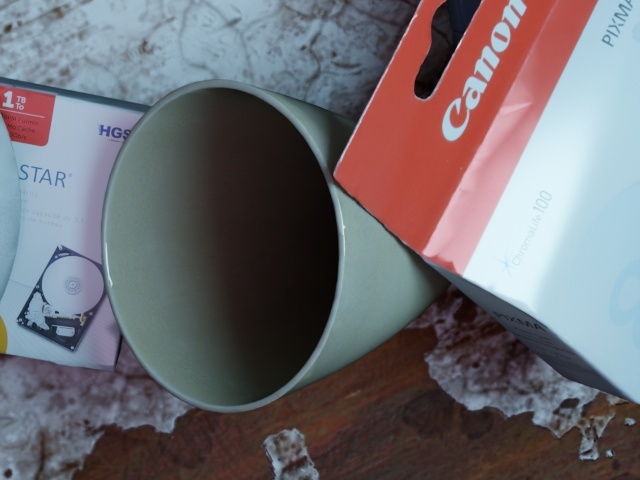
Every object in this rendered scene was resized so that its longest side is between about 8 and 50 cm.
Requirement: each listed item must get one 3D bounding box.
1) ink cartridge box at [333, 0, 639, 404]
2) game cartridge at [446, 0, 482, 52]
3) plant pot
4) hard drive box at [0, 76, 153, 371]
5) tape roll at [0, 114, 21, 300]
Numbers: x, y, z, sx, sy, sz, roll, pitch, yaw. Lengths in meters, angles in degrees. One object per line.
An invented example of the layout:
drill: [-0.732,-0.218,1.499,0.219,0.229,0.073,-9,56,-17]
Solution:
ink cartridge box: [0.209,-0.082,1.012,0.385,0.091,0.308,38,75,-44]
game cartridge: [0.304,-0.191,1.204,0.355,0.068,0.230,-13,99,-8]
plant pot: [0.000,0.000,1.077,0.274,0.257,0.256,-3,106,-52]
hard drive box: [-0.247,-0.018,1.115,0.181,0.089,0.232,10,99,-7]
tape roll: [-0.440,-0.032,1.030,0.392,0.072,0.391,1,99,3]
